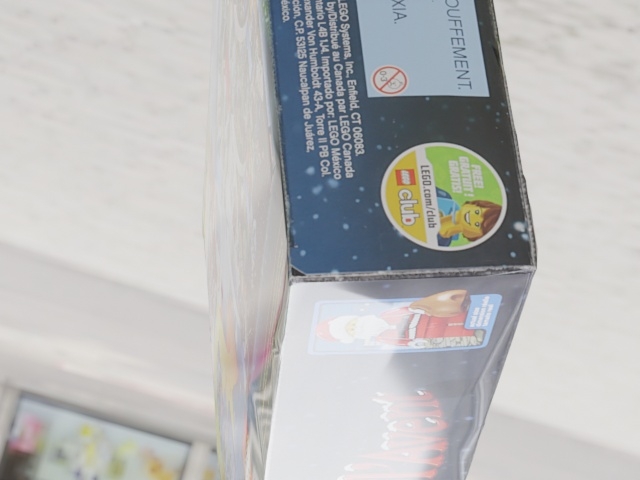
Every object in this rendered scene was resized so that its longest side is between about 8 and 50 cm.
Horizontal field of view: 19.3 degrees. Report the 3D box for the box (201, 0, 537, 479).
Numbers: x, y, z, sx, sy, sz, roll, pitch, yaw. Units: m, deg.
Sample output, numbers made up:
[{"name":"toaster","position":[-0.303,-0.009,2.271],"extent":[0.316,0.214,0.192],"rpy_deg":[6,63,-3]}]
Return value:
[{"name":"box","position":[0.000,0.000,0.449],"extent":[0.044,0.159,0.233],"rpy_deg":[-2,149,-7]}]
